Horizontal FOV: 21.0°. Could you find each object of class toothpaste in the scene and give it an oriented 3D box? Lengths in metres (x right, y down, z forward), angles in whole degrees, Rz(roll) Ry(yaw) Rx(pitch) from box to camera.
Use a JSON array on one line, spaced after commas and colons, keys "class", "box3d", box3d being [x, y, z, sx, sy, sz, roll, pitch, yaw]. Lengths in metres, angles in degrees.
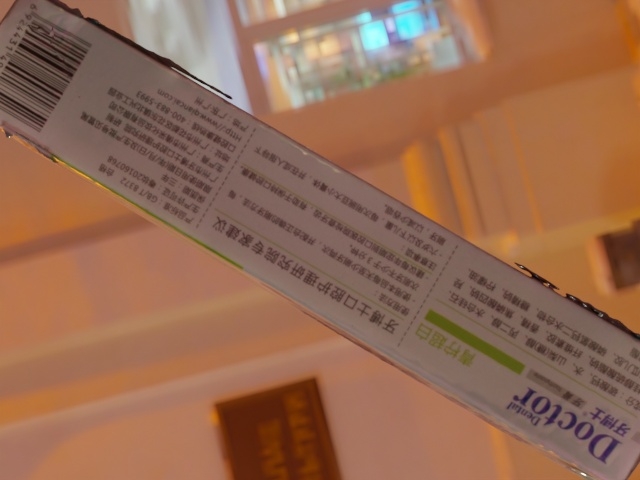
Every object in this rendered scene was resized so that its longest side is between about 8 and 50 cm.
[{"class": "toothpaste", "box3d": [0.000, 0.000, 0.773, 0.336, 0.067, 0.081, 31, 177, 7]}]
